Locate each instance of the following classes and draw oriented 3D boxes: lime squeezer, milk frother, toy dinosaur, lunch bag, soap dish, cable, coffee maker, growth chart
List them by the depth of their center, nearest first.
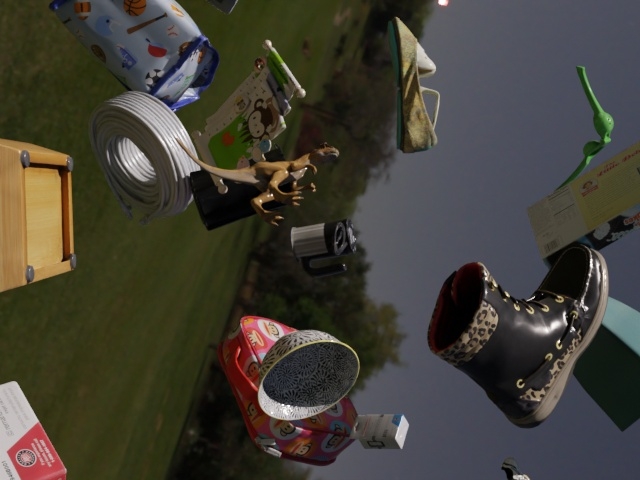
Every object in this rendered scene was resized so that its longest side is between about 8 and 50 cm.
[{"bbox_3d":[-0.077,-0.080,1.221,0.064,0.212,0.112,111,-34,-49],"label":"toy dinosaur"},{"bbox_3d":[-0.450,-0.037,1.389,0.291,0.118,0.228,-64,154,-86],"label":"soap dish"},{"bbox_3d":[-0.123,-0.206,1.605,0.237,0.021,0.172,-48,-126,13],"label":"growth chart"},{"bbox_3d":[-0.141,-0.098,1.701,0.171,0.178,0.120,-179,-110,-85],"label":"coffee maker"},{"bbox_3d":[-0.073,0.282,1.805,0.120,0.258,0.293,-47,-133,21],"label":"lunch bag"},{"bbox_3d":[-0.336,-0.163,1.820,0.257,0.257,0.089,-8,-154,49],"label":"cable"},{"bbox_3d":[0.000,0.000,2.101,0.143,0.135,0.129,64,19,-51],"label":"milk frother"},{"bbox_3d":[0.617,-0.240,2.192,0.059,0.110,0.310,-38,137,-58],"label":"lime squeezer"},{"bbox_3d":[-0.421,-0.480,2.252,0.239,0.328,0.385,-45,-179,6],"label":"lunch bag"}]

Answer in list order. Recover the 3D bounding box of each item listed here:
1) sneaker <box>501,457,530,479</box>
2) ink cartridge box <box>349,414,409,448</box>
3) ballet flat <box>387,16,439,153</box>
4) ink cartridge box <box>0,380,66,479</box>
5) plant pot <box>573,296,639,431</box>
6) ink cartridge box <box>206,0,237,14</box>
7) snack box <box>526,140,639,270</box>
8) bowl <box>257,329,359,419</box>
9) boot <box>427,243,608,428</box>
[{"bbox_3d":[0.404,0.493,1.957,0.037,0.083,0.032,-32,171,-42],"label":"sneaker"},{"bbox_3d":[0.092,0.302,1.489,0.028,0.083,0.048,60,38,-34],"label":"ink cartridge box"},{"bbox_3d":[0.232,-0.382,2.320,0.123,0.123,0.348,126,-39,-74],"label":"ballet flat"},{"bbox_3d":[-0.520,0.331,1.305,0.197,0.273,0.114,45,-44,37],"label":"ink cartridge box"},{"bbox_3d":[0.623,0.237,1.979,0.165,0.234,0.165,-29,160,-51],"label":"plant pot"},{"bbox_3d":[-0.155,-0.392,1.141,0.066,0.189,0.232,-46,-160,40],"label":"ink cartridge box"},{"bbox_3d":[0.585,-0.079,1.924,0.322,0.060,0.187,-33,-150,22],"label":"snack box"},{"bbox_3d":[-0.031,0.196,1.484,0.080,0.170,0.170,59,-44,46],"label":"bowl"},{"bbox_3d":[0.369,0.125,1.751,0.138,0.284,0.377,9,-113,58],"label":"boot"}]
